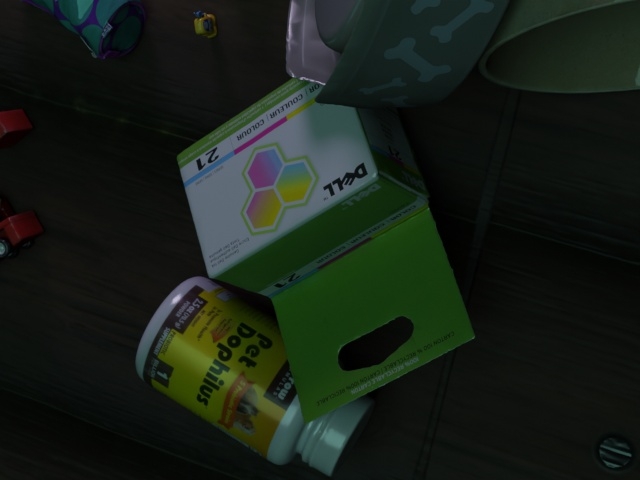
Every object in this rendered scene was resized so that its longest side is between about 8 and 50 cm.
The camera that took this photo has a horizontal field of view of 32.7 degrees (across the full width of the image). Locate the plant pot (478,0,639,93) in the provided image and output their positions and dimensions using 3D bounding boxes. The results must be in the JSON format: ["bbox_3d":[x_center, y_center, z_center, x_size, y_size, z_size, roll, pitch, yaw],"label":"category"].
[{"bbox_3d":[0.233,-0.271,0.791,0.256,0.256,0.274,-6,83,22],"label":"plant pot"}]

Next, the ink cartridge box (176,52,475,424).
[{"bbox_3d":[0.000,0.000,0.939,0.188,0.097,0.255,-31,60,24],"label":"ink cartridge box"}]

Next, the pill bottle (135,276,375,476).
[{"bbox_3d":[-0.060,0.132,1.035,0.215,0.117,0.117,29,110,12],"label":"pill bottle"}]

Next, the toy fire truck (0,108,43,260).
[{"bbox_3d":[-0.364,-0.039,1.153,0.192,0.047,0.135,-29,90,24],"label":"toy fire truck"}]

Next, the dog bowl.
[{"bbox_3d":[0.066,-0.257,0.801,0.102,0.349,0.349,11,107,-13],"label":"dog bowl"}]

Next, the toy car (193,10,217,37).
[{"bbox_3d":[-0.084,-0.244,1.006,0.060,0.040,0.122,12,105,18],"label":"toy car"}]

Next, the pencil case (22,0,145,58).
[{"bbox_3d":[-0.247,-0.237,1.057,0.151,0.064,0.070,33,94,12],"label":"pencil case"}]
